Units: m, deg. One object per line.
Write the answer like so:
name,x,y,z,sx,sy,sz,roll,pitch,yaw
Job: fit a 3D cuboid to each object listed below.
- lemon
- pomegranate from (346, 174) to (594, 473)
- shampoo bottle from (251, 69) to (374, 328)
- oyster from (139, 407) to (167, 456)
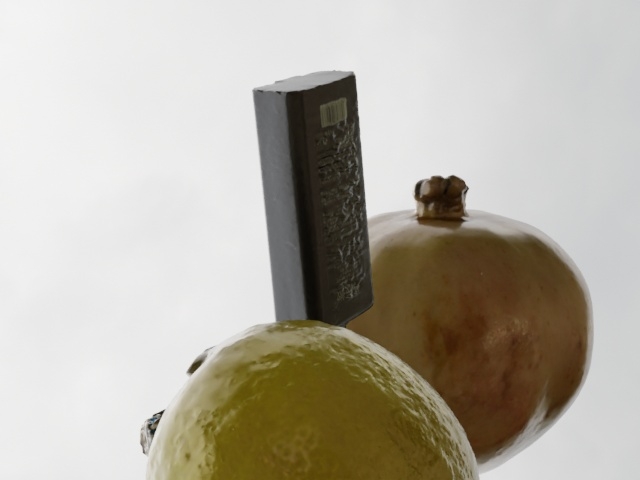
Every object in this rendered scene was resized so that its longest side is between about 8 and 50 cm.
lemon,-0.018,0.167,0.843,0.240,0.240,0.219,-35,-94,-29
pomegranate,0.163,0.109,1.524,0.411,0.411,0.412,-1,-89,-34
shampoo bottle,0.000,0.000,1.099,0.098,0.071,0.310,-26,-64,-48
oyster,-0.118,0.275,1.239,0.214,0.223,0.083,42,-78,-1
